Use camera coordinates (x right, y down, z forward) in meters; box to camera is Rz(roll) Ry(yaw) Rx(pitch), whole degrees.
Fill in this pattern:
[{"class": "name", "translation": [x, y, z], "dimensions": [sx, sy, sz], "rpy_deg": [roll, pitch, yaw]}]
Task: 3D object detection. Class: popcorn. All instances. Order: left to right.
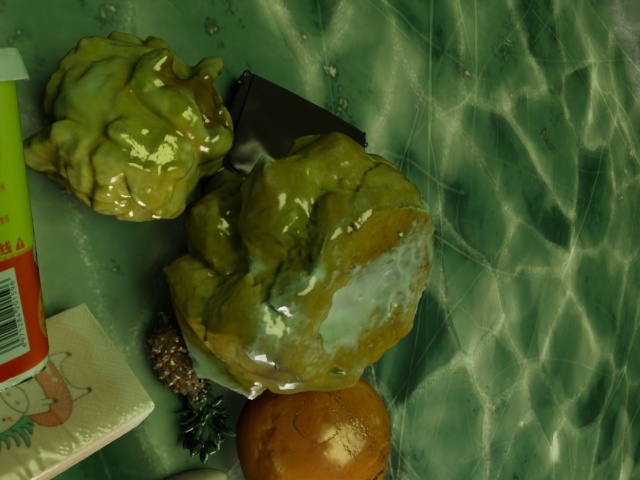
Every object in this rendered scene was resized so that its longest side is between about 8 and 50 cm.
[{"class": "popcorn", "translation": [-0.229, -0.138, 0.818], "dimensions": [0.195, 0.254, 0.256], "rpy_deg": [86, -11, -56]}]

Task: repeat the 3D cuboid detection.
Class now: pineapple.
[{"class": "pineapple", "translation": [-0.183, 0.198, 0.945], "dimensions": [0.083, 0.103, 0.221], "rpy_deg": [-19, 106, -9]}]

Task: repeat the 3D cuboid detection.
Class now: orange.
[{"class": "orange", "translation": [-0.010, 0.300, 1.015], "dimensions": [0.240, 0.240, 0.240], "rpy_deg": [1, 88, -46]}]

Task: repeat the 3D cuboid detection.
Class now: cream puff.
[{"class": "cream puff", "translation": [-0.039, 0.023, 0.908], "dimensions": [0.378, 0.275, 0.378], "rpy_deg": [-26, 133, -31]}]

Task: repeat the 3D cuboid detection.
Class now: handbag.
[{"class": "handbag", "translation": [-0.055, -0.121, 1.071], "dimensions": [0.246, 0.080, 0.223], "rpy_deg": [24, 67, -23]}]

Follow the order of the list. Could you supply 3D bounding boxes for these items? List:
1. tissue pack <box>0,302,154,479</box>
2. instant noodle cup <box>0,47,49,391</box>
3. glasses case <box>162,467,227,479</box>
[{"class": "tissue pack", "translation": [-0.363, 0.202, 0.728], "dimensions": [0.325, 0.071, 0.170], "rpy_deg": [-26, 73, -43]}, {"class": "instant noodle cup", "translation": [-0.398, -0.008, 0.629], "dimensions": [0.293, 0.293, 0.308], "rpy_deg": [-20, 110, -44]}, {"class": "glasses case", "translation": [-0.213, 0.360, 0.923], "dimensions": [0.193, 0.074, 0.049], "rpy_deg": [-14, 96, -46]}]
